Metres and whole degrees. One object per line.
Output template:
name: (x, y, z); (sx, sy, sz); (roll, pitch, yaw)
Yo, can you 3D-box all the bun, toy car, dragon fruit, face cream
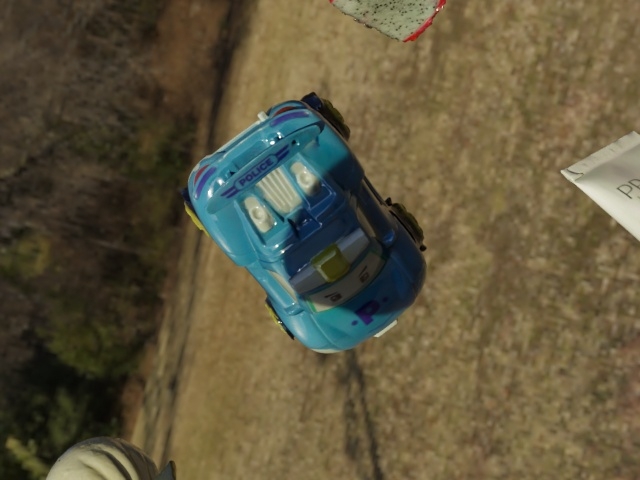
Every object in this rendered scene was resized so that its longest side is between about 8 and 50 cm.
bun: (-0.183, 0.248, 1.153); (0.138, 0.094, 0.138); (-9, -79, -53)
toy car: (0.000, 0.000, 1.373); (0.198, 0.314, 0.166); (-35, 28, 2)
dragon fruit: (0.039, -0.164, 0.776); (0.056, 0.083, 0.060); (-40, 48, 34)
face cream: (0.301, 0.007, 0.993); (0.092, 0.243, 0.058); (-26, -31, -32)

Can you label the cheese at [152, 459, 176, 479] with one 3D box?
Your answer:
cheese: (-0.108, 0.219, 0.730); (0.093, 0.126, 0.171); (-112, 44, -76)
